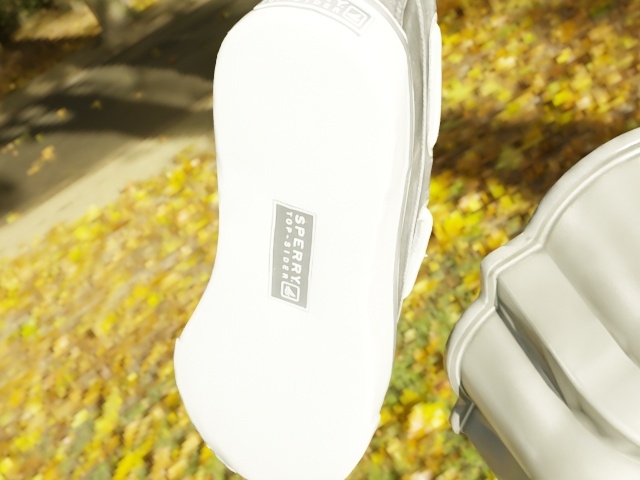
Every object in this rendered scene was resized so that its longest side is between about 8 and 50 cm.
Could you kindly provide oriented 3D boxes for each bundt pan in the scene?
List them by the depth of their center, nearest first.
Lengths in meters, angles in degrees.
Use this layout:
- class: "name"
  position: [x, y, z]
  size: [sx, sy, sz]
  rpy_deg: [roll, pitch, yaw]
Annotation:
- class: "bundt pan"
  position: [0.235, 0.067, 0.631]
  size: [0.331, 0.331, 0.124]
  rpy_deg: [-30, 47, 8]

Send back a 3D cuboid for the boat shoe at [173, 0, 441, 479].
- class: "boat shoe"
  position: [0.000, 0.000, 0.598]
  size: [0.108, 0.301, 0.102]
  rpy_deg: [20, 43, 17]
